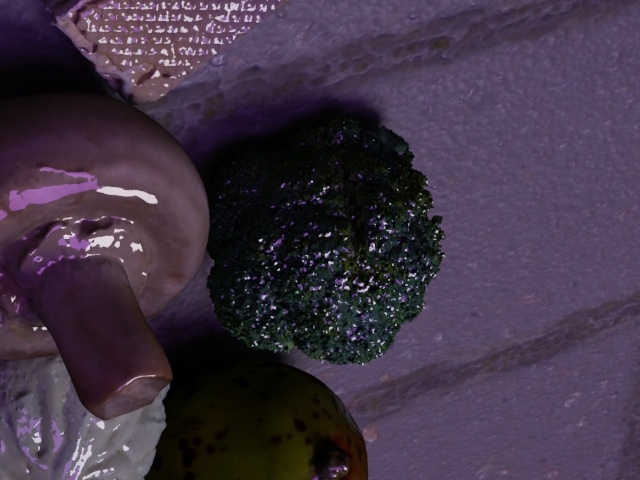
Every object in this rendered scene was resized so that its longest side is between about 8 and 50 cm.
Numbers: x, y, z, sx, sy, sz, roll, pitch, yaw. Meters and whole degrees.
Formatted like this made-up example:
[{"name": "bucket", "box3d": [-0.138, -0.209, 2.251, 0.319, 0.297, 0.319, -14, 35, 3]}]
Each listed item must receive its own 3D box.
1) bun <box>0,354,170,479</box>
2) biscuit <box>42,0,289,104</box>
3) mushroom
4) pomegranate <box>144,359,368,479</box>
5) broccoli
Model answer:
[{"name": "bun", "box3d": [-0.202, 0.155, 1.082, 0.203, 0.127, 0.212, -19, 147, -12]}, {"name": "biscuit", "box3d": [-0.056, -0.189, 0.920, 0.239, 0.062, 0.108, -36, 140, 3]}, {"name": "mushroom", "box3d": [-0.161, 0.020, 0.930, 0.207, 0.215, 0.207, -21, 148, -13]}, {"name": "pomegranate", "box3d": [-0.066, 0.212, 1.189, 0.198, 0.198, 0.246, 8, 126, -37]}, {"name": "broccoli", "box3d": [0.000, 0.000, 1.074, 0.195, 0.156, 0.196, -1, 98, -4]}]
